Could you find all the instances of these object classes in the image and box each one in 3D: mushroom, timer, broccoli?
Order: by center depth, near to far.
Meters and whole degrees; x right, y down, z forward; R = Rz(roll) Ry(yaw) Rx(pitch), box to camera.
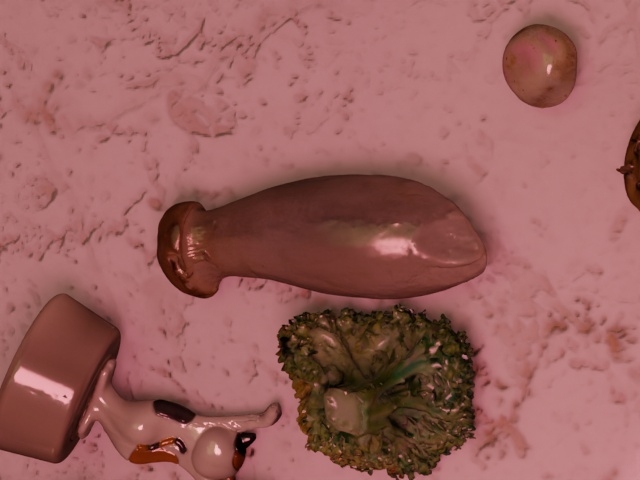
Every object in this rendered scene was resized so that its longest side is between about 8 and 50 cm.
[{"bbox_3d":[0.047,0.144,1.669,0.220,0.194,0.194,32,97,12],"label":"broccoli"},{"bbox_3d":[0.220,-0.172,1.695,0.083,0.067,0.083,36,133,50],"label":"mushroom"},{"bbox_3d":[0.000,0.000,1.732,0.350,0.128,0.128,-4,85,22],"label":"mushroom"},{"bbox_3d":[-0.188,0.186,1.785,0.266,0.175,0.175,24,94,2],"label":"timer"}]

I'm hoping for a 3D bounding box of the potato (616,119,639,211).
[{"bbox_3d":[0.402,-0.127,1.584,0.300,0.140,0.173,-48,31,16],"label":"potato"}]
